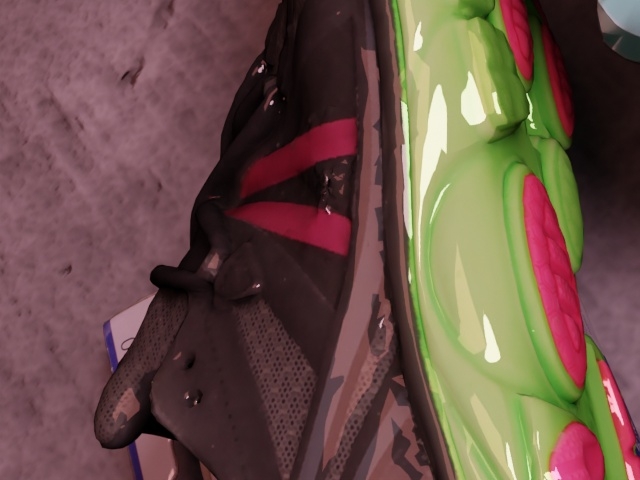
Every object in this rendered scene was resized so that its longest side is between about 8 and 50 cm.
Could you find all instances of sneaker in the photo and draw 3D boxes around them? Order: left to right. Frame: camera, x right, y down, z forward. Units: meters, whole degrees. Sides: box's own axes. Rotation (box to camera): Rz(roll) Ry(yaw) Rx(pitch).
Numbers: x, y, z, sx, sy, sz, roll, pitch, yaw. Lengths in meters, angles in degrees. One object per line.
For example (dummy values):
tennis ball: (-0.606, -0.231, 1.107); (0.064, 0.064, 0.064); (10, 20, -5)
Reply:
sneaker: (0.000, 0.000, 0.630); (0.202, 0.185, 0.482); (-17, 57, 19)

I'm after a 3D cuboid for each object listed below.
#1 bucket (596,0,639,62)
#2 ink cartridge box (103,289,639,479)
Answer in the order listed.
bucket: (0.157, -0.184, 0.638); (0.183, 0.281, 0.281); (-34, 53, 11)
ink cartridge box: (0.020, 0.081, 0.722); (0.224, 0.045, 0.223); (-28, 54, 16)
